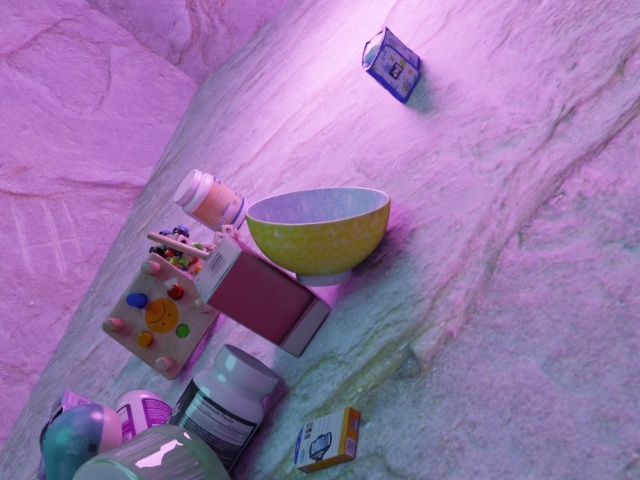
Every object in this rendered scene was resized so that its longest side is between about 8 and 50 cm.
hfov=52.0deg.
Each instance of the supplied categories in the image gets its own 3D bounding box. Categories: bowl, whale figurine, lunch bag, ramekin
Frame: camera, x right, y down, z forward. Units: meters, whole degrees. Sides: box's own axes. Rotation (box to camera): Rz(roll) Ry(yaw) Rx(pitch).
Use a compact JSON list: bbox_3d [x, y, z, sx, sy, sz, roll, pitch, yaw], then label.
[{"bbox_3d":[0.000,0.000,1.299,0.289,0.289,0.156,-144,47,-65],"label":"bowl"},{"bbox_3d":[-0.501,0.465,1.319,0.216,0.141,0.272,-5,66,63],"label":"whale figurine"},{"bbox_3d":[0.168,-0.418,1.579,0.096,0.128,0.151,-31,34,44],"label":"lunch bag"},{"bbox_3d":[-0.294,0.479,1.103,0.303,0.148,0.304,1,91,33],"label":"ramekin"}]

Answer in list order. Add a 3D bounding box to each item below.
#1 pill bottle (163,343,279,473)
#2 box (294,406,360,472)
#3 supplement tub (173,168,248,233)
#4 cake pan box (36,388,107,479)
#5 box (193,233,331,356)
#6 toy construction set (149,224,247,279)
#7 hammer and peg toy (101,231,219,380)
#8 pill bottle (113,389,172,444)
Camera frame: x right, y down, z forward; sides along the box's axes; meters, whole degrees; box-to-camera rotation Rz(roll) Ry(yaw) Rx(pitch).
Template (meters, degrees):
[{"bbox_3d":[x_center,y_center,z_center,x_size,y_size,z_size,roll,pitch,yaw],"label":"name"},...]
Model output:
[{"bbox_3d":[-0.209,0.353,1.277,0.279,0.162,0.162,-57,25,-3],"label":"pill bottle"},{"bbox_3d":[0.007,0.330,1.077,0.136,0.028,0.081,-35,32,42],"label":"box"},{"bbox_3d":[-0.340,-0.118,2.045,0.144,0.199,0.144,-41,29,28],"label":"supplement tub"},{"bbox_3d":[-0.529,0.499,1.555,0.070,0.266,0.246,-48,28,11],"label":"cake pan box"},{"bbox_3d":[-0.120,0.109,1.328,0.127,0.232,0.148,-55,25,0],"label":"box"},{"bbox_3d":[-0.374,0.044,1.915,0.327,0.215,0.151,-24,39,42],"label":"toy construction set"},{"bbox_3d":[-0.396,0.152,1.753,0.361,0.265,0.127,-58,-13,-2],"label":"hammer and peg toy"},{"bbox_3d":[-0.395,0.457,1.480,0.169,0.169,0.301,-56,25,-1],"label":"pill bottle"}]
